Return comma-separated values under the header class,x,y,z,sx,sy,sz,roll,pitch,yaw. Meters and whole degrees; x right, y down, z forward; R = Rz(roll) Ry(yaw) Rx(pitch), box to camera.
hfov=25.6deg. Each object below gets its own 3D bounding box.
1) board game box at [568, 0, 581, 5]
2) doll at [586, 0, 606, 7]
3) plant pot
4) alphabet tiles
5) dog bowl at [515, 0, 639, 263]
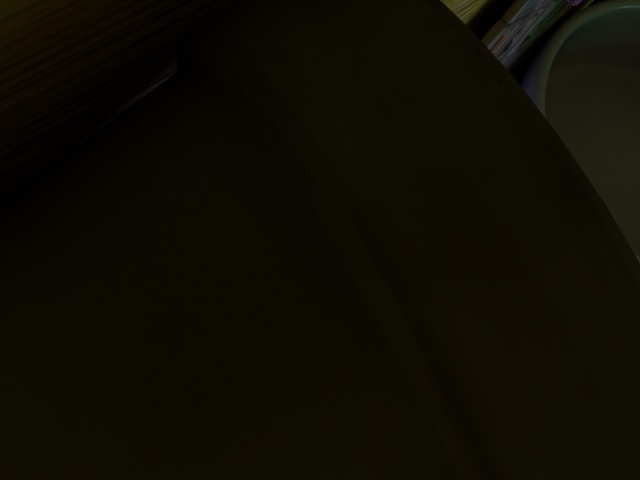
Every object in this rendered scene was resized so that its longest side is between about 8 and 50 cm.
class,x,y,z,sx,sy,sz,roll,pitch,yaw
board game box,0.184,-0.213,0.791,0.170,0.048,0.141,-44,171,12
doll,0.268,-0.215,1.266,0.189,0.046,0.129,-45,174,15
plant pot,-0.053,0.102,0.489,0.280,0.323,0.323,-25,170,-9
alphabet tiles,0.145,-0.144,1.065,0.342,0.011,0.285,-49,173,29
dog bowl,0.271,-0.062,1.159,0.265,0.265,0.104,-39,174,-31
